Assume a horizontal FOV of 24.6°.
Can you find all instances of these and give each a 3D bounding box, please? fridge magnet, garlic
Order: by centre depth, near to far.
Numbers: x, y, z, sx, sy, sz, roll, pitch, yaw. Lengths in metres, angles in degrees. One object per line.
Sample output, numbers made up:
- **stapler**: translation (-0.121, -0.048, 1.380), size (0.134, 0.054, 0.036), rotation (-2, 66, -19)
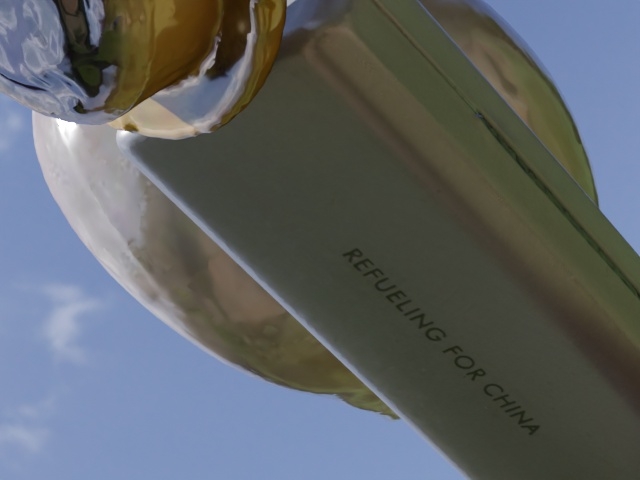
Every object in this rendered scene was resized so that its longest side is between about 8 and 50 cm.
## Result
- **fridge magnet**: translation (-0.068, -0.087, 0.382), size (0.063, 0.143, 0.143), rotation (-38, -30, -33)
- **garlic**: translation (0.000, 0.000, 0.752), size (0.231, 0.246, 0.340), rotation (-43, -65, -32)

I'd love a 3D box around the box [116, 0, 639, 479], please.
- **box**: translation (0.048, 0.014, 0.500), size (0.244, 0.103, 0.055), rotation (44, -137, -25)
